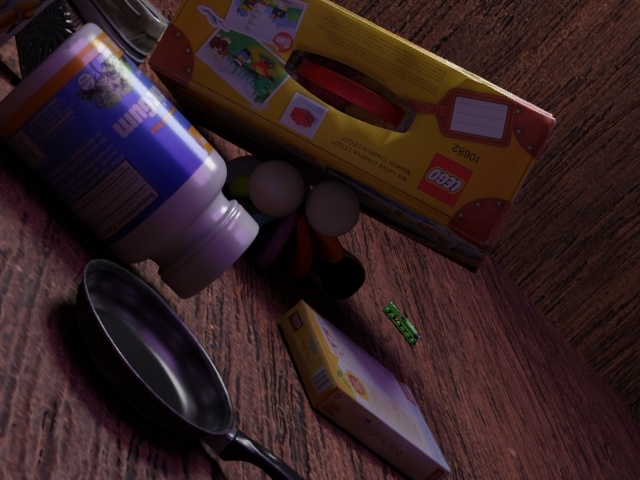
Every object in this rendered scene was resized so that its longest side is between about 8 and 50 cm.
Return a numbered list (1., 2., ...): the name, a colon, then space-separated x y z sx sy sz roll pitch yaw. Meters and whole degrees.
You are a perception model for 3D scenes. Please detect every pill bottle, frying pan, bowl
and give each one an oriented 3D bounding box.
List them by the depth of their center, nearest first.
1. frying pan: -0.111 0.140 1.266 0.326 0.053 0.197 45 12 -30
2. pill bottle: -0.193 -0.074 1.399 0.272 0.152 0.152 46 12 -12
3. bowl: -0.072 -0.081 2.013 0.142 0.053 0.142 29 5 8

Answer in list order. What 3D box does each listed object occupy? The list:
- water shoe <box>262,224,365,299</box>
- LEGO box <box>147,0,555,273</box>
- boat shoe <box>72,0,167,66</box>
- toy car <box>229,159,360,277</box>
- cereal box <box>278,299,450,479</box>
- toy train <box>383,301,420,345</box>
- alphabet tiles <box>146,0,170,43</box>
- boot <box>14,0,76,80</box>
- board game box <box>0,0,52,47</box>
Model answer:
1. water shoe: -0.006 0.017 2.025 0.203 0.073 0.080 38 12 -47
2. LEGO box: 0.050 -0.168 1.928 0.500 0.193 0.372 28 -4 7
3. boat shoe: -0.326 -0.384 2.053 0.302 0.094 0.109 54 12 21
4. toy car: -0.044 -0.022 1.853 0.182 0.136 0.159 20 -10 -14
5. cereal box: 0.056 0.196 1.733 0.240 0.047 0.173 42 14 -36
6. toy train: 0.137 0.138 2.298 0.083 0.024 0.017 51 11 11
7. alphabet tiles: -0.273 -0.364 2.417 0.237 0.009 0.198 44 13 -27
8. boot: -0.362 -0.278 1.607 0.076 0.189 0.208 -14 25 -35
9. board game box: -0.305 -0.307 1.336 0.193 0.305 0.053 30 24 -58
